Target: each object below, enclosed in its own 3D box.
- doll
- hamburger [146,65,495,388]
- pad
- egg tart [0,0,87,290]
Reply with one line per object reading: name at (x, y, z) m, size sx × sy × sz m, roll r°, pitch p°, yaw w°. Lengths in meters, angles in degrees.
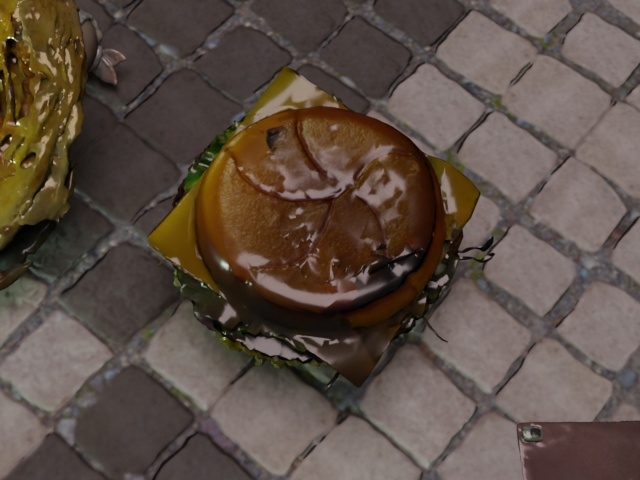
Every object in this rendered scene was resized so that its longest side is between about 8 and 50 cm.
doll at (-0.243, -0.180, 1.081) m, size 0.127 × 0.084 × 0.073 m, roll 25°, pitch 85°, yaw -21°
hamburger at (0.000, 0.000, 0.959) m, size 0.262 × 0.138 × 0.243 m, roll 33°, pitch 66°, yaw 13°
pad at (0.221, 0.231, 0.927) m, size 0.113 × 0.006 × 0.187 m, roll 0°, pitch 62°, yaw -5°
egg tart at (-0.303, -0.089, 0.993) m, size 0.297 × 0.132 × 0.297 m, roll -4°, pitch 75°, yaw 15°
